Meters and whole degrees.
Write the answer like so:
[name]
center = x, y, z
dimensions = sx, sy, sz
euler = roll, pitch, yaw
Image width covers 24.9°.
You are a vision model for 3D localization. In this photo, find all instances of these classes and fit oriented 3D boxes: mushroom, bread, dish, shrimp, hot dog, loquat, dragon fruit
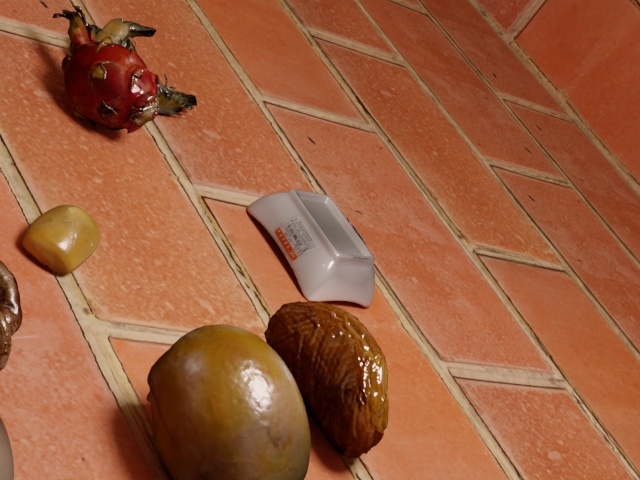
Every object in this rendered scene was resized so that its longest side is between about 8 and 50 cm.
[mushroom]
center = -0.381, 0.074, 1.563
dimensions = 0.135, 0.080, 0.170
euler = -6, 48, -40
[bread]
center = -0.319, -0.008, 1.814
dimensions = 0.082, 0.056, 0.115
euler = 38, 24, 3
[dish]
center = 0.000, 0.000, 2.209
dimensions = 0.151, 0.077, 0.212
euler = 9, 37, -47
[shrimp]
center = -0.276, -0.274, 2.289
dimensions = 0.217, 0.051, 0.150
euler = 18, 59, -48
[hot dog]
center = 0.016, 0.173, 1.861
dimensions = 0.099, 0.160, 0.227
euler = -22, 59, -30
[loquat]
center = -0.100, 0.204, 1.608
dimensions = 0.179, 0.179, 0.227
euler = 8, 46, -48
[dragon fruit]
center = -0.329, -0.258, 2.146
dimensions = 0.125, 0.125, 0.246
euler = -18, 63, -28

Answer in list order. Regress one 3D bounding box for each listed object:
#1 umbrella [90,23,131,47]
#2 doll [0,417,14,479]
[umbrella]
center = -0.345, -0.310, 2.303
dimensions = 0.143, 0.062, 0.067
euler = -14, 88, -68
[doll]
center = -0.421, 0.150, 1.219
dimensions = 0.370, 0.215, 0.226
euler = 28, 68, -12
